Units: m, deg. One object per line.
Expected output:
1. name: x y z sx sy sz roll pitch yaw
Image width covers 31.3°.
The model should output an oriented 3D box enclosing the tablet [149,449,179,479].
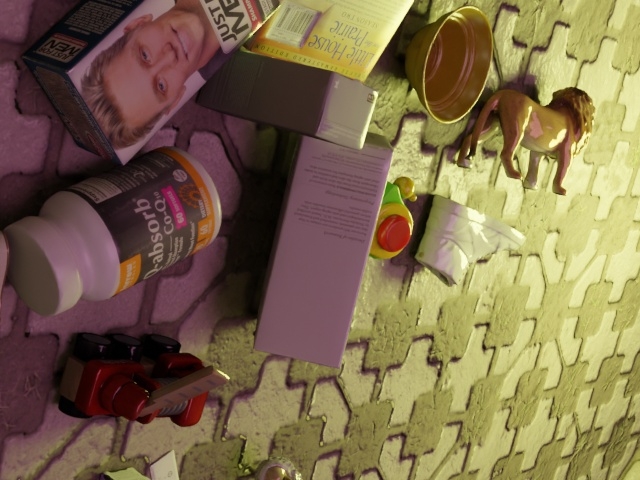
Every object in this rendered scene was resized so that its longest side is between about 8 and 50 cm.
1. tablet: -0.262 0.398 1.930 0.054 0.006 0.083 -33 132 -38

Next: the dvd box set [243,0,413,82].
1. dvd box set: 0.072 -0.453 1.752 0.307 0.062 0.420 4 124 -52

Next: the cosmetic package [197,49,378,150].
1. cosmetic package: -0.048 -0.212 1.690 0.127 0.238 0.107 12 98 -53

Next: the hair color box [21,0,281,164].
1. hair color box: -0.218 -0.286 1.553 0.347 0.105 0.174 -49 139 -22

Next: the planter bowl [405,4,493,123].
1. planter bowl: 0.218 -0.329 2.089 0.217 0.090 0.217 -26 126 -42

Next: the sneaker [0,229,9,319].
1. sneaker: -0.459 0.073 1.479 0.086 0.064 0.192 -2 119 -31

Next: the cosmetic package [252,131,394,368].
1. cosmetic package: 0.000 0.000 1.872 0.197 0.155 0.366 -94 -164 -77

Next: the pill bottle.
1. pill bottle: -0.283 -0.013 1.563 0.278 0.162 0.162 -31 130 -39

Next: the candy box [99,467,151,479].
1. candy box: -0.275 0.475 1.793 0.070 0.196 0.165 2 107 -52

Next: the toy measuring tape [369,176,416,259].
1. toy measuring tape: 0.073 0.025 2.079 0.330 0.121 0.121 -53 142 -6

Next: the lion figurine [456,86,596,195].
1. lion figurine: 0.438 -0.235 2.379 0.392 0.142 0.240 12 91 -49

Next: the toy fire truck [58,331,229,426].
1. toy fire truck: -0.226 0.214 1.678 0.217 0.246 0.159 9 101 -53

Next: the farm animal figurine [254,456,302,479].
1. farm animal figurine: -0.113 0.584 2.097 0.330 0.172 0.327 -48 127 -13

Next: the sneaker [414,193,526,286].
1. sneaker: 0.302 0.019 2.373 0.292 0.108 0.169 18 95 -44
